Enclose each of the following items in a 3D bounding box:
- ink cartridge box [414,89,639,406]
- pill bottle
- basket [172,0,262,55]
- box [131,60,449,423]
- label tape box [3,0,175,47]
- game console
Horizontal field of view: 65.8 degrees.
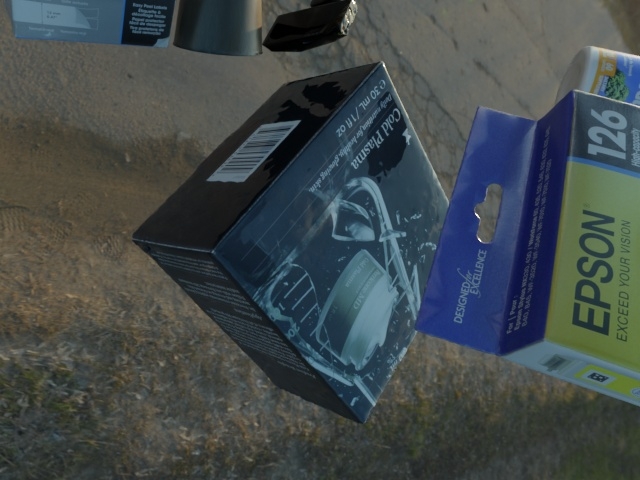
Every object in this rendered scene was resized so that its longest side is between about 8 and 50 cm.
[{"bbox_3d":[0.273,-0.008,0.443,0.072,0.307,0.304,98,14,-57],"label":"ink cartridge box"},{"bbox_3d":[0.586,-0.247,0.896,0.152,0.271,0.153,15,90,-83],"label":"pill bottle"},{"bbox_3d":[-0.191,-0.496,0.972,0.204,0.154,0.227,-25,133,-49],"label":"basket"},{"bbox_3d":[0.000,0.000,0.982,0.480,0.297,0.472,-53,127,-26],"label":"box"},{"bbox_3d":[-0.342,-0.481,0.751,0.249,0.348,0.115,-10,57,-34],"label":"label tape box"},{"bbox_3d":[0.004,-0.596,1.230,0.044,0.213,0.362,56,45,-46],"label":"game console"}]
